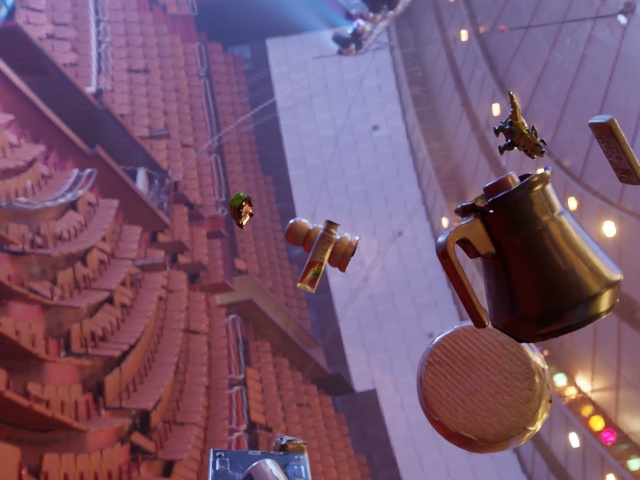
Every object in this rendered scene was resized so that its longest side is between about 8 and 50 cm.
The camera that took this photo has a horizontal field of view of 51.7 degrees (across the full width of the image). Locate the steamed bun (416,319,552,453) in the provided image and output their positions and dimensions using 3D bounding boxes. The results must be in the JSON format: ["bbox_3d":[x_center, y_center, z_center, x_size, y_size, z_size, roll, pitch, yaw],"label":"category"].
[{"bbox_3d":[0.462,0.415,1.876,0.241,0.375,0.374,52,22,-62],"label":"steamed bun"}]

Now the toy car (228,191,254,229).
[{"bbox_3d":[-0.271,-0.101,2.252,0.071,0.063,0.165,-55,170,-21],"label":"toy car"}]

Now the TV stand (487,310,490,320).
[{"bbox_3d":[0.652,0.303,2.316,0.269,0.083,0.088,180,-88,-77],"label":"TV stand"}]

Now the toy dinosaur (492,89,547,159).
[{"bbox_3d":[0.652,-0.380,2.214,0.153,0.094,0.259,-7,-60,50],"label":"toy dinosaur"}]

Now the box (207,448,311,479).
[{"bbox_3d":[-0.158,0.614,1.718,0.211,0.271,0.045,-107,-155,-71],"label":"box"}]

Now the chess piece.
[{"bbox_3d":[0.000,0.000,2.328,0.143,0.261,0.142,25,90,-86],"label":"chess piece"}]

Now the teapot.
[{"bbox_3d":[0.447,0.036,1.480,0.361,0.376,0.305,64,-25,3],"label":"teapot"}]

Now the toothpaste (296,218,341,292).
[{"bbox_3d":[-0.005,0.049,2.064,0.057,0.089,0.234,24,-90,41],"label":"toothpaste"}]

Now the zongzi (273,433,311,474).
[{"bbox_3d":[-0.090,0.661,1.925,0.197,0.099,0.194,154,-70,-69],"label":"zongzi"}]

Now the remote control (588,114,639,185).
[{"bbox_3d":[0.857,-0.259,1.907,0.233,0.038,0.098,52,-5,-17],"label":"remote control"}]

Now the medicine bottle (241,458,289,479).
[{"bbox_3d":[-0.107,0.601,1.536,0.168,0.105,0.105,42,-33,45],"label":"medicine bottle"}]
